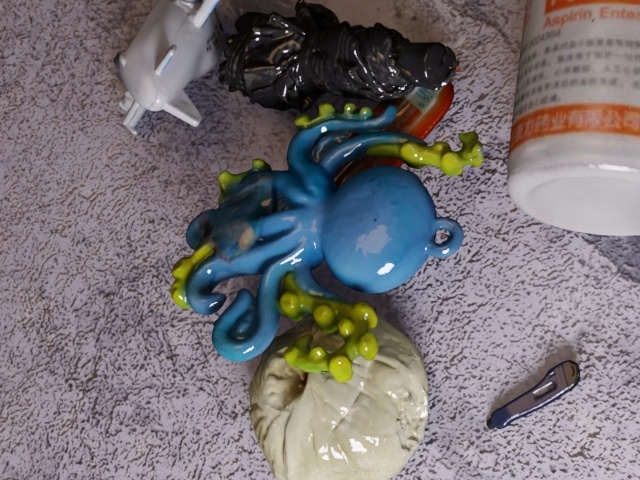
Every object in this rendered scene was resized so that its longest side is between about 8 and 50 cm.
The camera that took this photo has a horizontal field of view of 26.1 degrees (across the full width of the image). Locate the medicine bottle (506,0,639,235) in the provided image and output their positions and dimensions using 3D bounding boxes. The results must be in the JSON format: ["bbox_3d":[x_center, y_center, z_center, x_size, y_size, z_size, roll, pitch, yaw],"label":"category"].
[{"bbox_3d":[0.321,-0.209,1.486,0.211,0.211,0.371,0,71,27],"label":"medicine bottle"}]

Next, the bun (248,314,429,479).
[{"bbox_3d":[0.010,0.169,1.534,0.220,0.134,0.220,-13,62,25],"label":"bun"}]

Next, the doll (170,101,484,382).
[{"bbox_3d":[0.000,0.000,1.558,0.341,0.099,0.346,3,60,28],"label":"doll"}]

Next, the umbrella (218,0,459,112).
[{"bbox_3d":[0.004,-0.215,1.651,0.154,0.128,0.336,-34,29,-25],"label":"umbrella"}]

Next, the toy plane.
[{"bbox_3d":[-0.189,-0.244,1.781,0.267,0.122,0.267,-53,17,24],"label":"toy plane"}]

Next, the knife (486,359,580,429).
[{"bbox_3d":[0.229,0.169,1.492,0.121,0.018,0.031,-33,66,12],"label":"knife"}]

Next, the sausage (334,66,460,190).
[{"bbox_3d":[0.076,-0.115,1.654,0.264,0.083,0.083,-48,57,0],"label":"sausage"}]
